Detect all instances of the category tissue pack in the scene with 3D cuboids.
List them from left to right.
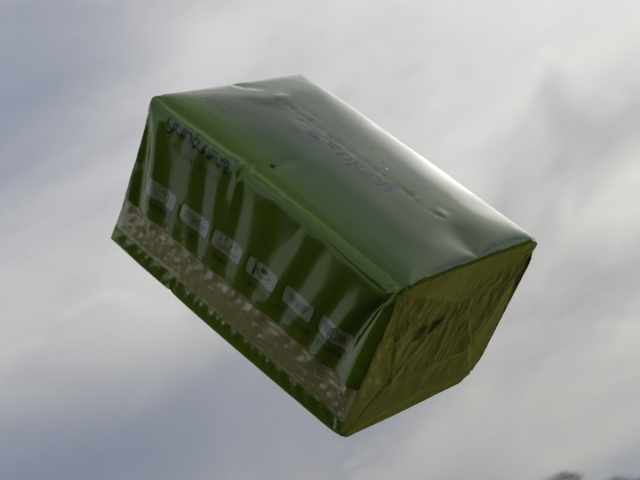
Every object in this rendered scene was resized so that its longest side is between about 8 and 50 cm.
[{"bbox_3d":[0.000,0.000,1.151,0.200,0.275,0.167,-18,-43,-49],"label":"tissue pack"}]
